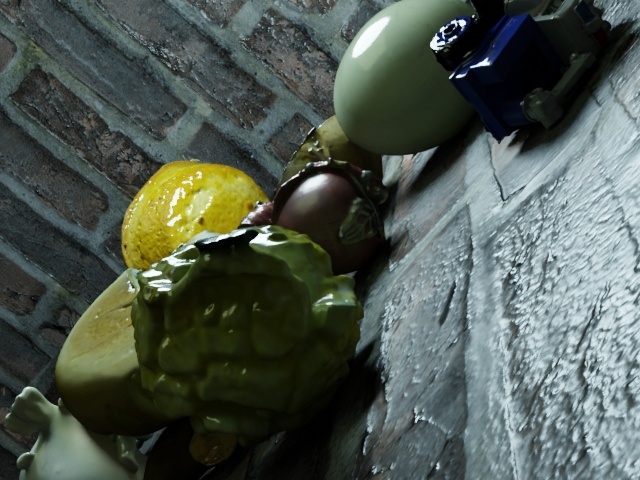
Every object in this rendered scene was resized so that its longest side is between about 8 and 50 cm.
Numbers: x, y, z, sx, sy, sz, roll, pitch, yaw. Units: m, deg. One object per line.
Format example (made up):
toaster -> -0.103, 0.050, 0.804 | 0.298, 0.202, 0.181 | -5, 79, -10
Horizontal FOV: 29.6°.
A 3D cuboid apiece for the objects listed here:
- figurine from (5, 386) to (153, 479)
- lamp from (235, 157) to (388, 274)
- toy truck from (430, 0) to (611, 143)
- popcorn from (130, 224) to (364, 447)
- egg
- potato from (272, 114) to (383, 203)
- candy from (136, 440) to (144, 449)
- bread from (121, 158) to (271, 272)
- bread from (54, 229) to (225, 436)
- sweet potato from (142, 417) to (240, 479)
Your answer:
figurine -> -0.328, 0.252, 1.810 | 0.226, 0.274, 0.394 | 7, 70, 49
lamp -> 0.007, -0.004, 1.735 | 0.223, 0.215, 0.151 | -21, 5, 34
toy truck -> 0.254, -0.230, 1.453 | 0.177, 0.161, 0.213 | 3, 51, 56
popcorn -> -0.074, 0.102, 1.374 | 0.293, 0.237, 0.293 | -14, 3, 1
egg -> 0.142, -0.248, 1.840 | 0.269, 0.219, 0.219 | -52, 8, 10
potato -> 0.038, -0.089, 1.959 | 0.299, 0.116, 0.239 | -31, -41, -59
candy -> -0.394, 0.454, 2.192 | 0.086, 0.059, 0.292 | -43, 10, 51
bread -> -0.242, -0.003, 2.602 | 0.204, 0.337, 0.358 | -9, 38, 41
bread -> -0.207, 0.142, 1.655 | 0.333, 0.160, 0.333 | -30, 28, 17
sweet potato -> -0.191, 0.303, 1.653 | 0.286, 0.085, 0.112 | -44, 23, 39
